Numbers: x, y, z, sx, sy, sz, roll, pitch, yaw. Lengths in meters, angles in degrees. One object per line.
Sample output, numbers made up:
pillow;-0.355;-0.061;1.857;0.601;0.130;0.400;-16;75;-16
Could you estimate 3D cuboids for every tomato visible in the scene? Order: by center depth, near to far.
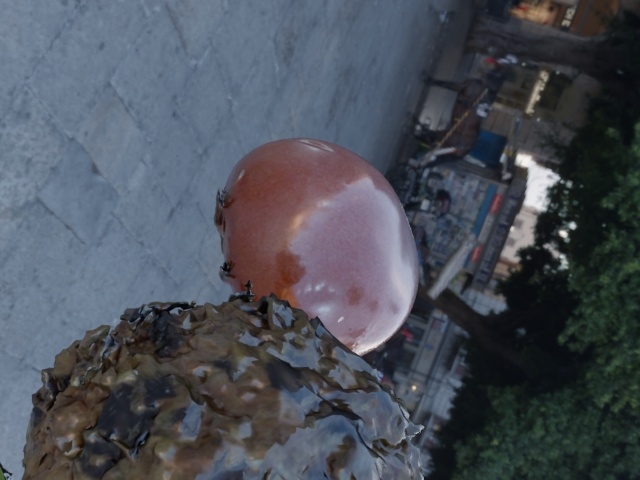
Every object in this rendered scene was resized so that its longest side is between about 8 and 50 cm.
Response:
tomato;0.000;0.000;0.922;0.341;0.273;0.341;-11;90;-89

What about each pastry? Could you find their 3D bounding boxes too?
pastry;-0.068;0.158;0.442;0.192;0.275;0.275;-62;175;37

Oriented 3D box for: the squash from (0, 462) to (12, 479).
squash;-0.546;0.432;0.761;0.309;0.311;0.310;41;-65;60
